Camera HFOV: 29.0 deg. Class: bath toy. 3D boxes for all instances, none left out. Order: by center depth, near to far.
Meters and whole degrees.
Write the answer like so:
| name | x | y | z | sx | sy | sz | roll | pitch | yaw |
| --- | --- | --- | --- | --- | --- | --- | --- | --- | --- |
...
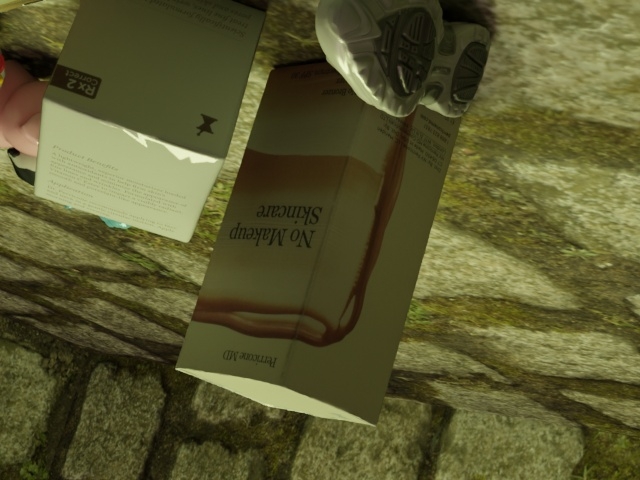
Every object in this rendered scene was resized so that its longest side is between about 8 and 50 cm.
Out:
| name | x | y | z | sx | sy | sz | roll | pitch | yaw |
| --- | --- | --- | --- | --- | --- | --- | --- | --- | --- |
| bath toy | -0.307 | -0.121 | 1.335 | 0.151 | 0.129 | 0.348 | -25 | 152 | 14 |

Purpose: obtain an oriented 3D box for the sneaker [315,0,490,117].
| name | x | y | z | sx | sy | sz | roll | pitch | yaw |
| --- | --- | --- | --- | --- | --- | --- | --- | --- | --- |
| sneaker | 0.036 | -0.141 | 0.897 | 0.115 | 0.090 | 0.232 | 20 | -176 | 24 |

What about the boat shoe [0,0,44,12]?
| name | x | y | z | sx | sy | sz | roll | pitch | yaw |
| --- | --- | --- | --- | --- | --- | --- | --- | --- | --- |
| boat shoe | -0.300 | -0.221 | 1.088 | 0.190 | 0.068 | 0.072 | 7 | 174 | 33 |

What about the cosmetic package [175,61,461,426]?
| name | x | y | z | sx | sy | sz | roll | pitch | yaw |
| --- | --- | --- | --- | --- | --- | --- | --- | --- | --- |
| cosmetic package | 0.000 | 0.000 | 1.105 | 0.153 | 0.296 | 0.129 | 1 | 160 | 45 |

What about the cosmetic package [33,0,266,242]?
| name | x | y | z | sx | sy | sz | roll | pitch | yaw |
| --- | --- | --- | --- | --- | --- | --- | --- | --- | --- |
| cosmetic package | -0.151 | -0.116 | 1.072 | 0.151 | 0.151 | 0.183 | 18 | 154 | -9 |
